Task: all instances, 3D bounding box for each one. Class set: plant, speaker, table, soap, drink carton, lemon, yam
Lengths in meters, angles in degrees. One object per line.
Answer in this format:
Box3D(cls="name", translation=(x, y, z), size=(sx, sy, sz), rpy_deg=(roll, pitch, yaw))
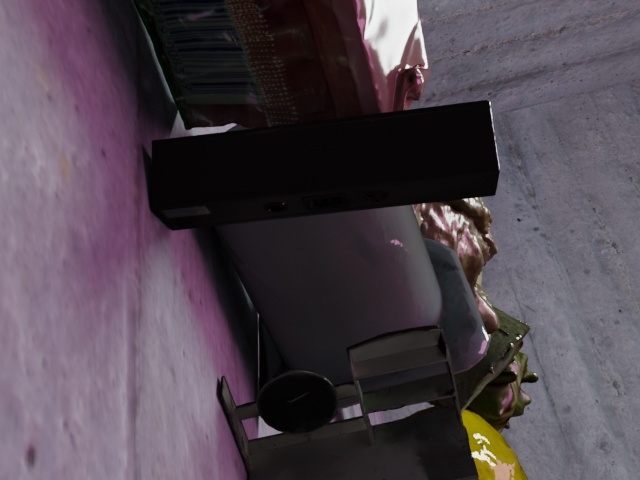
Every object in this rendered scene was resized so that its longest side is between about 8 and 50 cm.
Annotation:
Box3D(cls="plant", translation=(0.219, 0.263, 1.471), size=(0.180, 0.333, 0.251), rpy_deg=(-28, 136, -69))
Box3D(cls="speaker", translation=(0.002, -0.040, 0.458), size=(0.040, 0.191, 0.046), rpy_deg=(67, 18, -70))
Box3D(cls="table", translation=(0.027, 0.154, 0.527), size=(0.062, 0.146, 0.175), rpy_deg=(-97, 172, -59))
Box3D(cls="soap", translation=(-0.046, -0.187, 0.462), size=(0.098, 0.218, 0.273), rpy_deg=(-57, 140, -43))
Box3D(cls="drink carton", translation=(0.000, 0.000, 0.623), size=(0.191, 0.185, 0.189), rpy_deg=(-94, 159, -57))
Box3D(cls="lemon", translation=(0.198, 0.399, 1.287), size=(0.268, 0.268, 0.321), rpy_deg=(-98, -179, -51))
Box3D(cls="yam", translation=(0.150, 0.135, 1.256), size=(0.300, 0.195, 0.195), rpy_deg=(31, -15, 21))

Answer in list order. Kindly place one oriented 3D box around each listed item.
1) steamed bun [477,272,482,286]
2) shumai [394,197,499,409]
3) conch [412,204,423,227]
Box3D(cls="steamed bun", translation=(0.171, 0.045, 1.516), size=(0.312, 0.233, 0.333), rpy_deg=(40, -40, 41))
Box3D(cls="shumai", translation=(0.100, 0.075, 1.028), size=(0.314, 0.267, 0.262), rpy_deg=(100, -14, -69))
Box3D(cls="conch", translation=(0.020, 0.038, 0.846), size=(0.178, 0.163, 0.245), rpy_deg=(49, 54, -47))
